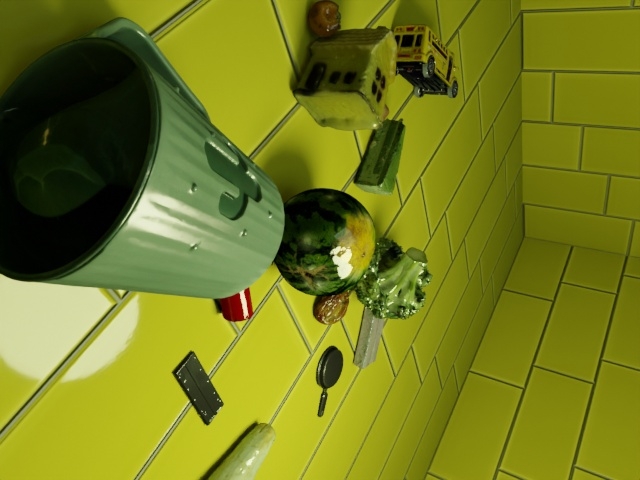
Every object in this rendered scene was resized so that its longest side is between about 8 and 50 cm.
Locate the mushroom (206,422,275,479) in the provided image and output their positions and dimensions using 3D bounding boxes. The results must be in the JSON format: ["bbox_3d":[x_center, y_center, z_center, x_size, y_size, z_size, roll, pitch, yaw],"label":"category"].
[{"bbox_3d":[-0.220,0.586,1.284,0.333,0.087,0.107,-39,131,-49],"label":"mushroom"}]

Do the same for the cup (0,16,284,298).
[{"bbox_3d":[-0.243,-0.108,0.795,0.392,0.310,0.401,30,77,-63],"label":"cup"}]

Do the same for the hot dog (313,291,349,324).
[{"bbox_3d":[0.039,0.181,1.567,0.147,0.065,0.099,-52,131,-32],"label":"hot dog"}]

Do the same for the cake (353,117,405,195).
[{"bbox_3d":[0.195,-0.252,1.625,0.099,0.100,0.235,40,67,-58],"label":"cake"}]

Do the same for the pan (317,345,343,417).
[{"bbox_3d":[0.026,0.450,1.677,0.136,0.028,0.235,-1,102,-57],"label":"pan"}]

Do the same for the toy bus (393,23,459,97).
[{"bbox_3d":[0.342,-0.564,1.703,0.331,0.145,0.151,7,93,-58],"label":"toy bus"}]

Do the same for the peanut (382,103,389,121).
[{"bbox_3d":[0.146,-0.387,1.524,0.152,0.076,0.076,23,81,-53],"label":"peanut"}]

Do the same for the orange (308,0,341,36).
[{"bbox_3d":[0.008,-0.525,1.262,0.086,0.062,0.086,2,83,-18],"label":"orange"}]

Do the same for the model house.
[{"bbox_3d":[0.076,-0.408,1.296,0.175,0.193,0.234,44,61,-54],"label":"model house"}]

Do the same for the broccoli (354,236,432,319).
[{"bbox_3d":[0.224,0.119,1.688,0.288,0.235,0.260,-49,145,-48],"label":"broccoli"}]

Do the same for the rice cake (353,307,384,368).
[{"bbox_3d":[0.181,0.291,1.847,0.106,0.050,0.298,6,96,-57],"label":"rice cake"}]

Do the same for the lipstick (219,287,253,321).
[{"bbox_3d":[-0.195,0.045,1.138,0.073,0.073,0.280,-35,129,-48],"label":"lipstick"}]

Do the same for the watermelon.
[{"bbox_3d":[0.005,-0.001,1.274,0.269,0.269,0.269,-27,123,-51],"label":"watermelon"}]

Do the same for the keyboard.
[{"bbox_3d":[-0.268,0.333,1.182,0.067,0.011,0.202,-52,141,-37],"label":"keyboard"}]
